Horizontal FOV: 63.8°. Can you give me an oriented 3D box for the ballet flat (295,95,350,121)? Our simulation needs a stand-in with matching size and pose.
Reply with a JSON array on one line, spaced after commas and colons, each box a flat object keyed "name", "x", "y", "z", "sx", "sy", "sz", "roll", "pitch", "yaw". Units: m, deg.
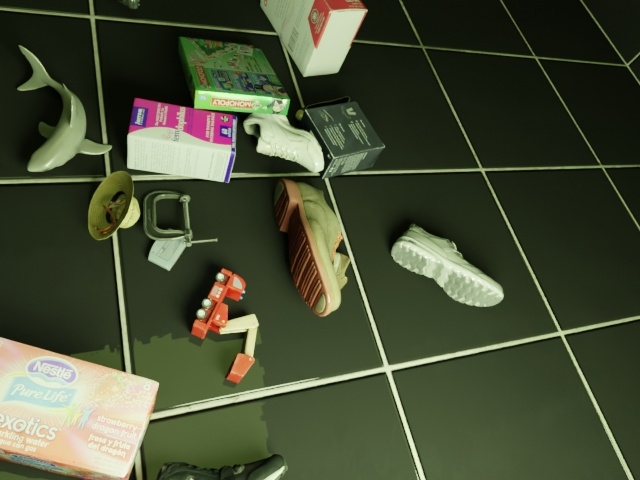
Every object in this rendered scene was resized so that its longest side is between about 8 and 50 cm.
[{"name": "ballet flat", "x": 0.005, "y": -0.351, "z": 1.362, "sx": 0.173, "sy": 0.049, "sz": 0.057, "roll": -26, "pitch": 71, "yaw": -31}]

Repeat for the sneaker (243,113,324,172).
[{"name": "sneaker", "x": -0.095, "y": -0.228, "z": 1.238, "sx": 0.232, "sy": 0.090, "sz": 0.115, "roll": 41, "pitch": 61, "yaw": 17}]

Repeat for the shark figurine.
[{"name": "shark figurine", "x": -0.535, "y": -0.279, "z": 1.073, "sx": 0.166, "sy": 0.116, "sz": 0.278, "roll": -8, "pitch": 66, "yaw": -27}]

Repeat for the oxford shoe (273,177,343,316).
[{"name": "oxford shoe", "x": 0.000, "y": 0.000, "z": 1.085, "sx": 0.130, "sy": 0.123, "sz": 0.348, "roll": 1, "pitch": 52, "yaw": -25}]

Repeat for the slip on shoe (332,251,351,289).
[{"name": "slip on shoe", "x": 0.038, "y": 0.086, "z": 1.112, "sx": 0.041, "sy": 0.051, "sz": 0.135, "roll": 15, "pitch": 49, "yaw": -5}]

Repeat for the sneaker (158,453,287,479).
[{"name": "sneaker", "x": -0.190, "y": 0.390, "z": 0.809, "sx": 0.283, "sy": 0.107, "sz": 0.124, "roll": -20, "pitch": 63, "yaw": -30}]

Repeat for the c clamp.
[{"name": "c clamp", "x": -0.298, "y": -0.047, "z": 1.067, "sx": 0.137, "sy": 0.022, "sz": 0.160, "roll": -8, "pitch": 53, "yaw": -20}]

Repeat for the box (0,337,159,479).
[{"name": "box", "x": -0.414, "y": 0.256, "z": 0.769, "sx": 0.300, "sy": 0.154, "sz": 0.142, "roll": 19, "pitch": 56, "yaw": -9}]

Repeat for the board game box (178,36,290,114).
[{"name": "board game box", "x": -0.218, "y": -0.404, "z": 1.245, "sx": 0.213, "sy": 0.046, "sz": 0.317, "roll": -2, "pitch": 41, "yaw": -22}]

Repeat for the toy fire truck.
[{"name": "toy fire truck", "x": -0.171, "y": 0.158, "z": 0.987, "sx": 0.135, "sy": 0.047, "sz": 0.192, "roll": 26, "pitch": 54, "yaw": -5}]

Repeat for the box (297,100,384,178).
[{"name": "box", "x": 0.048, "y": -0.254, "z": 1.293, "sx": 0.158, "sy": 0.093, "sz": 0.156, "roll": -17, "pitch": 68, "yaw": -28}]

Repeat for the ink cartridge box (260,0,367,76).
[{"name": "ink cartridge box", "x": -0.030, "y": -0.645, "z": 1.419, "sx": 0.131, "sy": 0.226, "sz": 0.306, "roll": -16, "pitch": 68, "yaw": -29}]

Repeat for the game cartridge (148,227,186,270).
[{"name": "game cartridge", "x": -0.309, "y": 0.016, "z": 1.039, "sx": 0.056, "sy": 0.017, "sz": 0.083, "roll": 30, "pitch": 54, "yaw": -6}]

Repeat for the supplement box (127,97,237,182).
[{"name": "supplement box", "x": -0.301, "y": -0.216, "z": 1.124, "sx": 0.220, "sy": 0.114, "sz": 0.111, "roll": 6, "pitch": 59, "yaw": -16}]

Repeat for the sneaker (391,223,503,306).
[{"name": "sneaker", "x": 0.311, "y": 0.050, "z": 1.204, "sx": 0.281, "sy": 0.105, "sz": 0.115, "roll": 33, "pitch": 54, "yaw": 1}]

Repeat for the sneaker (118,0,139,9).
[{"name": "sneaker", "x": -0.555, "y": -0.668, "z": 1.324, "sx": 0.106, "sy": 0.078, "sz": 0.234, "roll": -28, "pitch": 70, "yaw": -29}]

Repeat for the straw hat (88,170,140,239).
[{"name": "straw hat", "x": -0.394, "y": -0.060, "z": 1.020, "sx": 0.061, "sy": 0.144, "sz": 0.144, "roll": 30, "pitch": 42, "yaw": -51}]
